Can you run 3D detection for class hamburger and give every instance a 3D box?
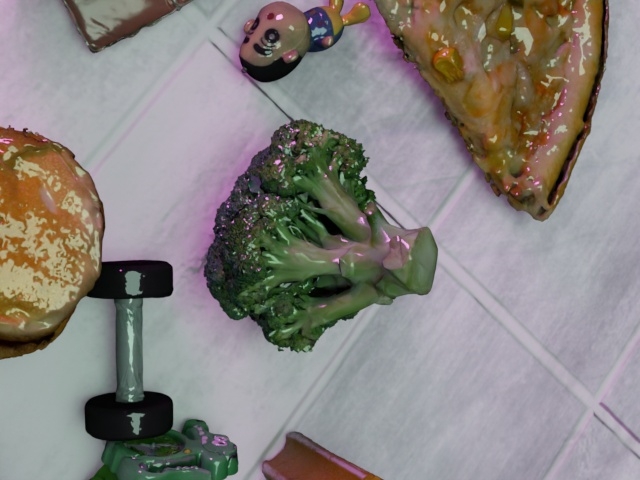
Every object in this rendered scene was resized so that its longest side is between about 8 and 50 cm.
[{"bbox_3d":[-0.341,0.005,0.905,0.244,0.163,0.245,2,85,-22],"label":"hamburger"}]

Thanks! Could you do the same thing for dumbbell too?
[{"bbox_3d":[-0.213,0.119,1.003,0.100,0.100,0.191,-2,93,-26],"label":"dumbbell"}]

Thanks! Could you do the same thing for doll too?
[{"bbox_3d":[-0.028,-0.252,1.085,0.179,0.102,0.089,-40,147,-19],"label":"doll"}]

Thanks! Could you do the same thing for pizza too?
[{"bbox_3d":[0.286,-0.301,1.224,0.392,0.080,0.435,-49,118,-22],"label":"pizza"}]

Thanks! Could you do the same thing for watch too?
[{"bbox_3d":[-0.180,0.296,1.022,0.165,0.131,0.152,4,101,-27],"label":"watch"}]

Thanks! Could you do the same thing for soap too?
[{"bbox_3d":[0.043,0.324,1.050,0.080,0.257,0.160,-44,110,-17],"label":"soap"}]

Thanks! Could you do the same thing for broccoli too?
[{"bbox_3d":[0.000,0.000,1.012,0.270,0.270,0.270,-19,114,-51],"label":"broccoli"}]

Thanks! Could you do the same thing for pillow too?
[{"bbox_3d":[-0.191,-0.317,1.021,0.232,0.043,0.126,-35,104,-18],"label":"pillow"}]
